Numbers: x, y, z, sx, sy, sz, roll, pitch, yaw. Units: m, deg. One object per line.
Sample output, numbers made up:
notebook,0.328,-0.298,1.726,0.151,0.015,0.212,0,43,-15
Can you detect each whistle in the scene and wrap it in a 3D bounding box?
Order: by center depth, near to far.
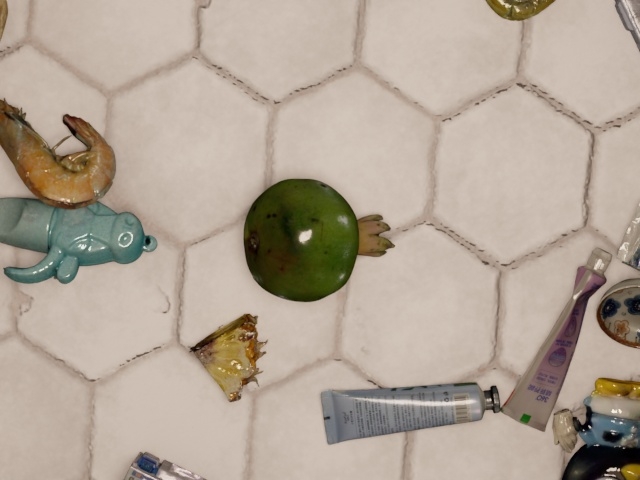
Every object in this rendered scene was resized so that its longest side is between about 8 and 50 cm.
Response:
whistle,-0.378,-0.016,1.590,0.274,0.093,0.186,9,68,0

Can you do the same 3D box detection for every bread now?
bread,0.312,-0.402,1.593,0.156,0.064,0.117,-43,96,3

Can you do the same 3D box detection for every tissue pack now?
tissue pack,0.504,-0.006,1.623,0.079,0.085,0.111,25,94,-3

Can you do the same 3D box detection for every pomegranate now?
pomegranate,-0.001,-0.001,1.573,0.225,0.187,0.187,-2,95,-26

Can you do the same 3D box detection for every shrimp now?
shrimp,-0.404,-0.146,1.584,0.144,0.052,0.251,-33,78,-33

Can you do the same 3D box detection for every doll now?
doll,0.445,0.369,1.624,0.177,0.141,0.314,7,91,-14

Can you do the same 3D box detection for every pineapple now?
pineapple,-0.141,0.177,1.623,0.116,0.069,0.137,10,96,-4

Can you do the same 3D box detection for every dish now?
dish,0.497,0.092,1.638,0.141,0.078,0.141,11,137,11

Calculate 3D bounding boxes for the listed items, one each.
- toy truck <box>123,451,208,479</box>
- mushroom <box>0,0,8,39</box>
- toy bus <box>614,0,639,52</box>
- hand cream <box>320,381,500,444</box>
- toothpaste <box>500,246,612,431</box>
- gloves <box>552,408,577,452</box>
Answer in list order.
toy truck,-0.190,0.442,1.616,0.268,0.124,0.155,25,88,-2
mushroom,-0.534,-0.329,1.540,0.166,0.127,0.166,-1,100,-6
toy bus,0.505,-0.318,1.611,0.075,0.064,0.190,-28,95,13
hand cream,0.139,0.258,1.649,0.272,0.058,0.091,-7,106,2
toothpaste,0.373,0.151,1.650,0.075,0.048,0.301,17,102,-31
gloves,0.380,0.293,1.670,0.044,0.037,0.081,-18,103,35
